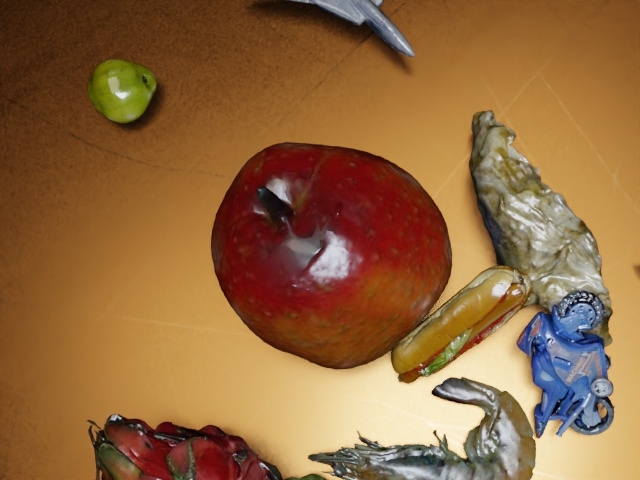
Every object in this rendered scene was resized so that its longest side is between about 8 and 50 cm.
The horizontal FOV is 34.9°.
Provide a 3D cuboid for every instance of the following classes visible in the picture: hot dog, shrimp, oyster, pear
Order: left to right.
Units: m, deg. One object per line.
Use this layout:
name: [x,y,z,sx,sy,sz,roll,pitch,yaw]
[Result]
pear: [-0.281,-0.217,1.443,0.097,0.092,0.092,-27,78,1]
shrimp: [0.135,0.257,1.331,0.295,0.058,0.169,7,76,2]
hot dog: [0.174,0.115,1.297,0.236,0.092,0.062,-46,56,33]
oyster: [0.272,-0.010,1.330,0.110,0.166,0.341,-22,95,-8]

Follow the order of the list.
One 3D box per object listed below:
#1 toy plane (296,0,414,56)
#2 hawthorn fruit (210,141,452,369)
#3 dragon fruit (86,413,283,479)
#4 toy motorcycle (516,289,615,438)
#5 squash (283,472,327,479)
toy plane: [0.040,-0.350,1.441,0.212,0.088,0.267,-43,87,-2]
hawthorn fruit: [0.000,0.000,1.243,0.284,0.369,0.285,-9,66,20]
dragon fruit: [-0.174,0.313,1.268,0.234,0.234,0.293,-45,83,-3]
toy motorcycle: [0.309,0.159,1.286,0.114,0.076,0.205,-6,111,15]
squash: [0.012,0.345,1.317,0.105,0.105,0.132,-39,61,-2]
